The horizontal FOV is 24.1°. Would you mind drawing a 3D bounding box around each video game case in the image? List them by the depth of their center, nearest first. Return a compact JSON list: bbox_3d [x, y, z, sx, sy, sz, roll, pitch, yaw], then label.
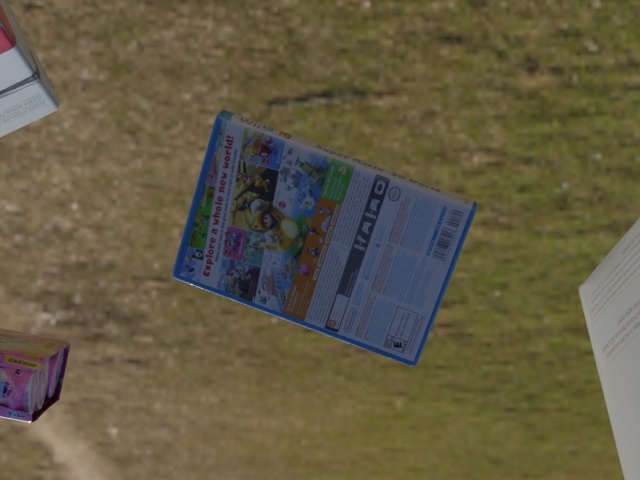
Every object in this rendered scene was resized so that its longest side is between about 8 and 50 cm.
[{"bbox_3d":[0.000,0.000,0.928,0.166,0.015,0.119,20,118,3],"label":"video game case"}]

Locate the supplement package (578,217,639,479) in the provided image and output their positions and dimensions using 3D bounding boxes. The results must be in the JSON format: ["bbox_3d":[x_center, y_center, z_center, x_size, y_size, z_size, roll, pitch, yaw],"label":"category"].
[{"bbox_3d":[0.298,0.126,0.939,0.177,0.293,0.175,-5,158,-12],"label":"supplement package"}]

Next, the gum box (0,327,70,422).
[{"bbox_3d":[-0.304,0.122,1.406,0.107,0.062,0.188,12,-179,-2],"label":"gum box"}]

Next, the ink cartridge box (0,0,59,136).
[{"bbox_3d":[-0.184,-0.113,0.704,0.063,0.109,0.150,-28,172,-5],"label":"ink cartridge box"}]
